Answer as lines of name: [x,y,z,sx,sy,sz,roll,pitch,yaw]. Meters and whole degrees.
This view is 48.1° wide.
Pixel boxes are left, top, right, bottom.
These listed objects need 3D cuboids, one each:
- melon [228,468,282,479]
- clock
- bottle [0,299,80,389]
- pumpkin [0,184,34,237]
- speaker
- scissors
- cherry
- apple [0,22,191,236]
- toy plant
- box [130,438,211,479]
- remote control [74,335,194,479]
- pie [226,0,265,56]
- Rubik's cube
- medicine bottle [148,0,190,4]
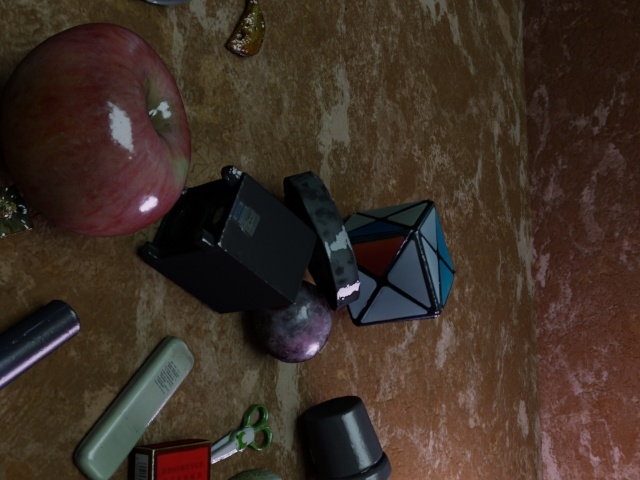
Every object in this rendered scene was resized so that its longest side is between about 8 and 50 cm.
melon: [-0.163,0.542,1.525,0.182,0.054,0.098,22,82,-49]
clock: [0.000,0.000,1.627,0.067,0.325,0.325,-21,104,-10]
bottle: [-0.487,0.182,1.118,0.244,0.082,0.072,-41,119,-48]
pumpkin: [-0.510,-0.046,1.152,0.074,0.054,0.083,-33,104,-54]
speaker: [-0.184,0.005,1.428,0.254,0.232,0.184,41,53,-36]
scissors: [-0.177,0.425,1.532,0.204,0.027,0.101,-15,95,-55]
cherry: [-0.065,0.174,1.600,0.195,0.195,0.195,13,74,-51]
apple: [-0.376,-0.175,1.197,0.345,0.269,0.344,-14,90,-74]
toy plant: [0.084,0.584,1.726,0.279,0.185,0.400,-158,-128,-83]
box: [-0.280,0.501,1.341,0.153,0.074,0.239,13,76,-57]
remote control: [-0.335,0.307,1.333,0.309,0.038,0.090,-56,129,-40]
pie: [-0.163,-0.503,1.710,0.088,0.033,0.191,47,49,-43]
Rubik's cube: [0.190,0.056,1.865,0.246,0.250,0.248,-50,127,-61]
medicine bottle: [-0.313,-0.605,1.438,0.139,0.139,0.225,0,83,-53]
